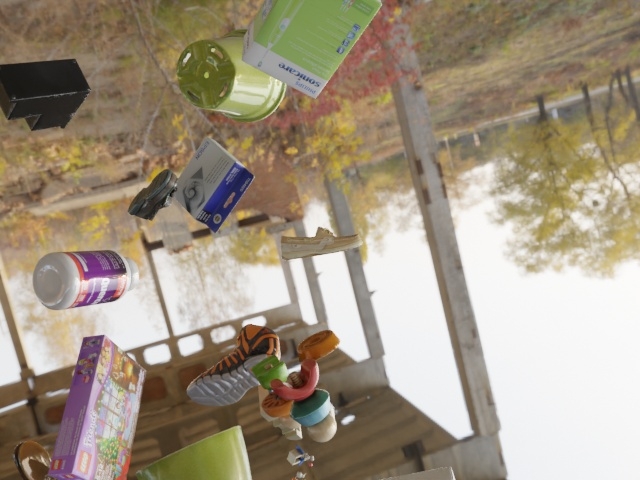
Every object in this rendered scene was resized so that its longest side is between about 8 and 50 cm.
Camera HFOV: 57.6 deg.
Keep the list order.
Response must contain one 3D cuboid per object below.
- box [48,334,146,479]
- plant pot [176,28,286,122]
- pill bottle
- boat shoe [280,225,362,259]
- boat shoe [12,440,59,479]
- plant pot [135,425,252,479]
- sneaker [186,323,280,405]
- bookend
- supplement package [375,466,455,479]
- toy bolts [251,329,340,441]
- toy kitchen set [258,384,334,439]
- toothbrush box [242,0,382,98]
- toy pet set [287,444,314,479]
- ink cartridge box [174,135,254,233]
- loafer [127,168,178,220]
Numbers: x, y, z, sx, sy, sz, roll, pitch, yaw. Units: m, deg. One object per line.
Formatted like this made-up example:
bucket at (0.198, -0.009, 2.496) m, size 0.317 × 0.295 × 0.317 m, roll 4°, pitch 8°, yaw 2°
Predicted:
box at (-0.467, 0.379, 1.251) m, size 0.057 × 0.293 × 0.201 m, roll -8°, pitch 143°, yaw 10°
plant pot at (-0.269, -0.473, 1.667) m, size 0.276 × 0.276 × 0.254 m, roll -11°, pitch -171°, yaw 21°
pill bottle at (-0.755, 0.123, 1.909) m, size 0.181 × 0.181 × 0.323 m, roll -11°, pitch 177°, yaw 25°
boat shoe at (0.000, 0.000, 1.190) m, size 0.170 × 0.059 × 0.063 m, roll -10°, pitch -179°, yaw -3°
boat shoe at (-0.675, 0.567, 1.392) m, size 0.073 × 0.207 × 0.073 m, roll -14°, pitch -159°, yaw 24°
plant pot at (-0.270, 0.653, 1.429) m, size 0.275 × 0.293 × 0.275 m, roll -24°, pitch 164°, yaw -8°
sneaker at (-0.247, 0.365, 1.725) m, size 0.321 × 0.124 × 0.180 m, roll -26°, pitch -148°, yaw 17°
bookend at (-0.552, -0.270, 1.117) m, size 0.156 × 0.072 × 0.157 m, roll -26°, pitch 178°, yaw -46°
supplement package at (0.234, 0.744, 1.542) m, size 0.293 × 0.177 × 0.175 m, roll -15°, pitch -140°, yaw 9°
toy bolts at (-0.017, 0.316, 1.224) m, size 0.218 × 0.158 × 0.228 m, roll -28°, pitch -171°, yaw -12°
toy kitchen set at (-0.071, 0.506, 1.811) m, size 0.166 × 0.207 × 0.122 m, roll -25°, pitch -138°, yaw 9°
toothbrush box at (-0.027, -0.507, 1.349) m, size 0.206 × 0.122 × 0.283 m, roll 21°, pitch 129°, yaw -25°
toy pet set at (-0.063, 0.801, 2.079) m, size 0.065 × 0.122 × 0.114 m, roll -1°, pitch -151°, yaw -47°
ink cartridge box at (-0.337, -0.172, 1.783) m, size 0.224 × 0.223 × 0.045 m, roll 41°, pitch -170°, yaw 29°
loafer at (-0.462, -0.125, 1.668) m, size 0.084 × 0.096 × 0.267 m, roll 33°, pitch 146°, yaw -27°
